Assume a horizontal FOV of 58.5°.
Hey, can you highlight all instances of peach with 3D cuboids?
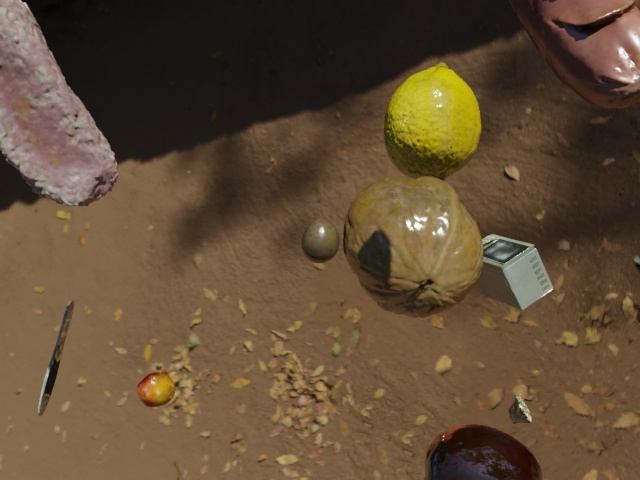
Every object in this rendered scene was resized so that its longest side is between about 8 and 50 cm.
[{"bbox_3d":[-0.447,0.403,1.560,0.101,0.101,0.100,-7,73,24],"label":"peach"}]

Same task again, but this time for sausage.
[{"bbox_3d":[0.217,-0.272,0.561,0.088,0.088,0.433,-22,52,19],"label":"sausage"}]

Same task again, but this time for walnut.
[{"bbox_3d":[0.196,0.002,1.241,0.333,0.333,0.332,-7,73,24],"label":"walnut"}]

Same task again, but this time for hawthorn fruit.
[{"bbox_3d":[0.241,0.357,0.854,0.173,0.173,0.172,-7,73,24],"label":"hawthorn fruit"}]

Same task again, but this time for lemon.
[{"bbox_3d":[0.297,-0.312,1.539,0.268,0.268,0.321,1,84,26],"label":"lemon"}]

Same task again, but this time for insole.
[{"bbox_3d":[-0.432,0.189,0.937,0.006,0.065,0.193,10,63,-12],"label":"insole"}]

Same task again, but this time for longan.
[{"bbox_3d":[0.000,0.000,1.372,0.092,0.113,0.113,5,77,4],"label":"longan"}]

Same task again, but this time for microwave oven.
[{"bbox_3d":[0.515,0.079,1.572,0.129,0.205,0.163,-34,107,-9],"label":"microwave oven"}]

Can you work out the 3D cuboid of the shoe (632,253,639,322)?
[{"bbox_3d":[0.873,0.167,1.459,0.137,0.114,0.290,-35,81,38],"label":"shoe"}]

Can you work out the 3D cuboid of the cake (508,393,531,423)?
[{"bbox_3d":[0.524,0.435,1.479,0.055,0.140,0.051,-5,58,7],"label":"cake"}]

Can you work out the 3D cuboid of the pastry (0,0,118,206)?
[{"bbox_3d":[-0.313,-0.157,0.594,0.103,0.265,0.112,-32,34,-21],"label":"pastry"}]
